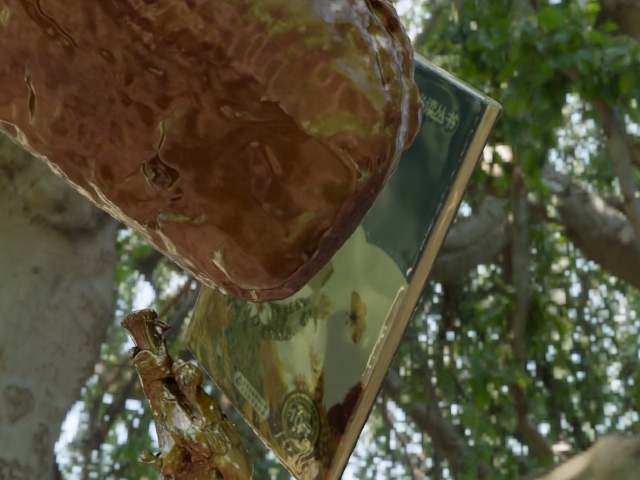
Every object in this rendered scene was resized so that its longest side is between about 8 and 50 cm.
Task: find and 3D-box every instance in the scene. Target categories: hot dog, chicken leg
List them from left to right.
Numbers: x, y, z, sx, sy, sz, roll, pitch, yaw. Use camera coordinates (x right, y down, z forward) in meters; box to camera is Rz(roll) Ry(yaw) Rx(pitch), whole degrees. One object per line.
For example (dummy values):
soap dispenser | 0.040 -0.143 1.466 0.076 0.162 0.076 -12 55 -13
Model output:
hot dog | -0.085 -0.098 0.550 0.272 0.122 0.196 36 -65 -1
chicken leg | -0.138 0.159 1.052 0.085 0.208 0.101 -33 -11 24

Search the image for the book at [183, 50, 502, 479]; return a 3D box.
book | 0.000 0.000 1.115 0.039 0.300 0.428 6 -66 -38
